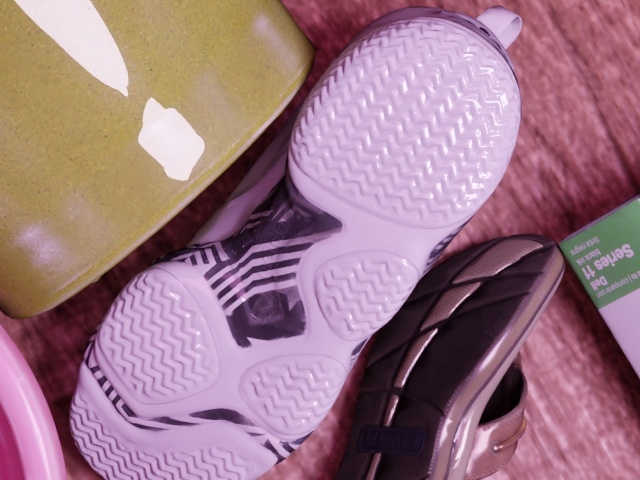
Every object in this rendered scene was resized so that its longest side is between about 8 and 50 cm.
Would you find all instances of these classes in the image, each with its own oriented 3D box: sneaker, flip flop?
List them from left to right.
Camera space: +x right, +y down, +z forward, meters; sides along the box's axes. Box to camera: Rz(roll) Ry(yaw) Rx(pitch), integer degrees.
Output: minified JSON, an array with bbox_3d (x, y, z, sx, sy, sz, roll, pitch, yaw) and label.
[{"bbox_3d":[0.000,0.000,1.169,0.137,0.210,0.366,41,114,0],"label":"sneaker"},{"bbox_3d":[0.079,0.121,1.190,0.080,0.112,0.277,34,69,-36],"label":"flip flop"}]

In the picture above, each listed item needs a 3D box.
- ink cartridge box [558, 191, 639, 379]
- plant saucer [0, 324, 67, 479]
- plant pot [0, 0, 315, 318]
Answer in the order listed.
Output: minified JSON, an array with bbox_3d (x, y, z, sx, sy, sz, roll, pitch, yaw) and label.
[{"bbox_3d":[0.268,0.050,1.196,0.153,0.087,0.208,-27,86,-40],"label":"ink cartridge box"},{"bbox_3d":[-0.300,0.145,1.100,0.332,0.084,0.332,1,97,7],"label":"plant saucer"},{"bbox_3d":[-0.201,-0.156,1.085,0.366,0.366,0.353,-43,101,-11],"label":"plant pot"}]
